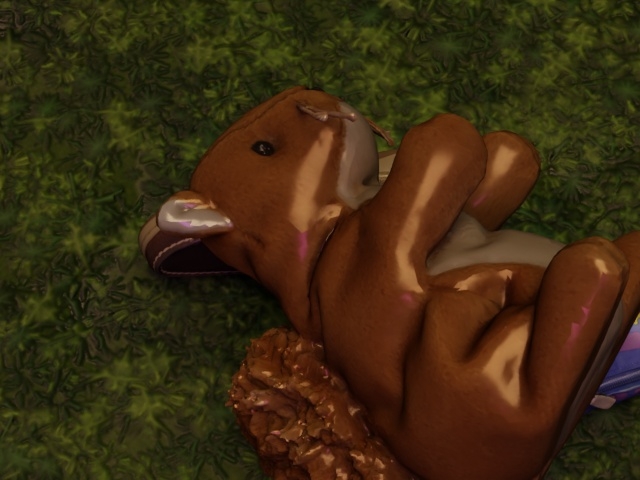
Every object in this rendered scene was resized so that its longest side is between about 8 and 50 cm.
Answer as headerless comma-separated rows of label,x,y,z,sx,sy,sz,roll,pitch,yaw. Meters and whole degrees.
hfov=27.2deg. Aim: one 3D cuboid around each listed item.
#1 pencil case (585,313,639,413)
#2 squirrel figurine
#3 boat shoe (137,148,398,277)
pencil case,0.321,0.079,1.233,0.306,0.119,0.133,-15,43,-6
squirrel figurine,0.034,0.072,1.086,0.370,0.281,0.397,28,109,17
boat shoe,0.000,0.000,1.275,0.342,0.123,0.123,-10,64,-11
